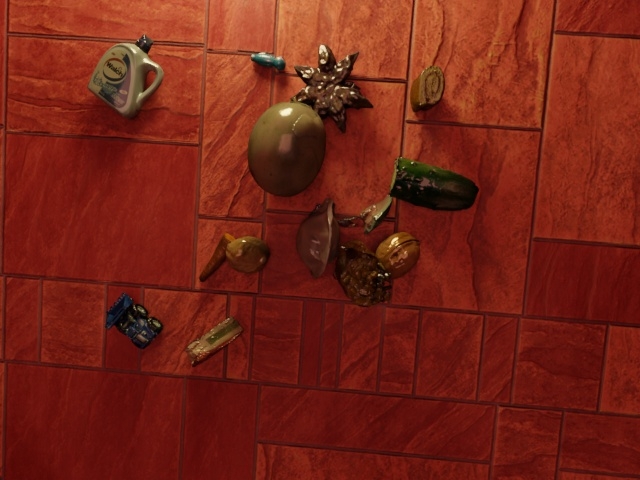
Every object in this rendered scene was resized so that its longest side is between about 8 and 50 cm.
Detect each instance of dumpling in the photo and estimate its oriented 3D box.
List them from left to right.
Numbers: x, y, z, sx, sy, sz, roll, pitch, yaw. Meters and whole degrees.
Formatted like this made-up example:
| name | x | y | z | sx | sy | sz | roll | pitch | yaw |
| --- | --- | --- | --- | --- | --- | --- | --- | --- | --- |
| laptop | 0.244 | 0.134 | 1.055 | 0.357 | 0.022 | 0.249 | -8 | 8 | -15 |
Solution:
| name | x | y | z | sx | sy | sz | roll | pitch | yaw |
| --- | --- | --- | --- | --- | --- | --- | --- | --- | --- |
| dumpling | -0.014 | -0.005 | 1.717 | 0.163 | 0.204 | 0.293 | 15 | 105 | 14 |

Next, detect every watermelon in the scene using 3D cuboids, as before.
| name | x | y | z | sx | sy | sz | roll | pitch | yaw |
| --- | --- | --- | --- | --- | --- | --- | --- | --- | --- |
| watermelon | 0.211 | -0.103 | 1.760 | 0.155 | 0.101 | 0.080 | -34 | 85 | -10 |

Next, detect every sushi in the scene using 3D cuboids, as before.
| name | x | y | z | sx | sy | sz | roll | pitch | yaw |
| --- | --- | --- | --- | --- | --- | --- | --- | --- | --- |
| sushi | 0.142 | 0.123 | 1.712 | 0.166 | 0.179 | 0.296 | -9 | 119 | -12 |

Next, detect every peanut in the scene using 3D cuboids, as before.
| name | x | y | z | sx | sy | sz | roll | pitch | yaw |
| --- | --- | --- | --- | --- | --- | --- | --- | --- | --- |
| peanut | -0.265 | 0.051 | 1.770 | 0.159 | 0.109 | 0.141 | 26 | 89 | -28 |

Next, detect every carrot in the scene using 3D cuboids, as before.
| name | x | y | z | sx | sy | sz | roll | pitch | yaw |
| --- | --- | --- | --- | --- | --- | --- | --- | --- | --- |
| carrot | -0.389 | 0.073 | 1.817 | 0.061 | 0.061 | 0.210 | 36 | 100 | 0 |

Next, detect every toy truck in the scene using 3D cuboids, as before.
| name | x | y | z | sx | sy | sz | roll | pitch | yaw |
| --- | --- | --- | --- | --- | --- | --- | --- | --- | --- |
| toy truck | -0.702 | 0.305 | 1.809 | 0.208 | 0.126 | 0.113 | 41 | 95 | 0 |

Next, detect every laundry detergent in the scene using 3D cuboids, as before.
| name | x | y | z | sx | sy | sz | roll | pitch | yaw |
| --- | --- | --- | --- | --- | --- | --- | --- | --- | --- |
| laundry detergent | -0.677 | -0.599 | 1.753 | 0.215 | 0.105 | 0.280 | 39 | 93 | 0 |

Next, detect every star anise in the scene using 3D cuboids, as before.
| name | x | y | z | sx | sy | sz | roll | pitch | yaw |
| --- | --- | --- | --- | --- | --- | --- | --- | --- | --- |
| star anise | 0.046 | -0.532 | 1.720 | 0.315 | 0.108 | 0.315 | 0 | 91 | 10 |

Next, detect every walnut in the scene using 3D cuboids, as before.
| name | x | y | z | sx | sy | sz | roll | pitch | yaw |
| --- | --- | --- | --- | --- | --- | --- | --- | --- | --- |
| walnut | 0.275 | 0.050 | 1.741 | 0.180 | 0.144 | 0.144 | -39 | 92 | 12 |

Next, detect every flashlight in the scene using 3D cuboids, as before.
| name | x | y | z | sx | sy | sz | roll | pitch | yaw |
| --- | --- | --- | --- | --- | --- | --- | --- | --- | --- |
| flashlight | -0.187 | -0.642 | 1.754 | 0.129 | 0.051 | 0.051 | 11 | 95 | 5 |

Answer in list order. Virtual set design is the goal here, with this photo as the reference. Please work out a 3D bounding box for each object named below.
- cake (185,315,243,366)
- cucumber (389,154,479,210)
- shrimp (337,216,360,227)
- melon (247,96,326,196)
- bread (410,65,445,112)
| name | x | y | z | sx | sy | sz | roll | pitch | yaw |
| --- | --- | --- | --- | --- | --- | --- | --- | --- | --- |
| cake | -0.403 | 0.377 | 1.805 | 0.220 | 0.117 | 0.086 | -36 | 86 | 6 |
| cucumber | 0.407 | -0.188 | 1.727 | 0.325 | 0.105 | 0.145 | 16 | 78 | -2 |
| shrimp | 0.102 | -0.064 | 1.792 | 0.092 | 0.029 | 0.038 | -9 | 94 | -1 |
| melon | -0.115 | -0.317 | 1.663 | 0.268 | 0.268 | 0.330 | 15 | 113 | 2 |
| bread | 0.366 | -0.512 | 1.674 | 0.103 | 0.172 | 0.132 | 3 | 96 | 2 |
